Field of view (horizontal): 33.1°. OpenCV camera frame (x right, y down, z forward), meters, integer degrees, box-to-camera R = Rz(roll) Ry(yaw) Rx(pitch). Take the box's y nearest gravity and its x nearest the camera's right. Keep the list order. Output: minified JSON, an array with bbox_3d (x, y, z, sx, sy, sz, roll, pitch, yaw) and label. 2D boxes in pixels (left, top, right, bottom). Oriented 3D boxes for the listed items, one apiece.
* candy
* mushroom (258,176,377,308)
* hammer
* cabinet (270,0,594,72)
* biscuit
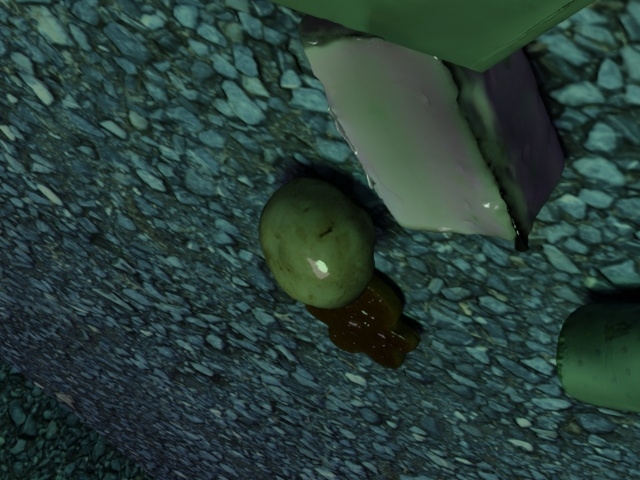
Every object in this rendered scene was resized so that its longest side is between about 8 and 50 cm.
[{"bbox_3d":[0.103,-0.116,0.955,0.156,0.115,0.265,10,149,38],"label":"candy"},{"bbox_3d":[0.000,0.000,1.281,0.166,0.127,0.166,35,144,31],"label":"mushroom"},{"bbox_3d":[0.419,0.182,1.197,0.206,0.118,0.335,1,149,49],"label":"hammer"},{"bbox_3d":[0.061,-0.225,0.682,0.206,0.145,0.150,14,162,-23],"label":"cabinet"},{"bbox_3d":[0.056,0.099,1.499,0.180,0.039,0.236,22,153,22],"label":"biscuit"}]
